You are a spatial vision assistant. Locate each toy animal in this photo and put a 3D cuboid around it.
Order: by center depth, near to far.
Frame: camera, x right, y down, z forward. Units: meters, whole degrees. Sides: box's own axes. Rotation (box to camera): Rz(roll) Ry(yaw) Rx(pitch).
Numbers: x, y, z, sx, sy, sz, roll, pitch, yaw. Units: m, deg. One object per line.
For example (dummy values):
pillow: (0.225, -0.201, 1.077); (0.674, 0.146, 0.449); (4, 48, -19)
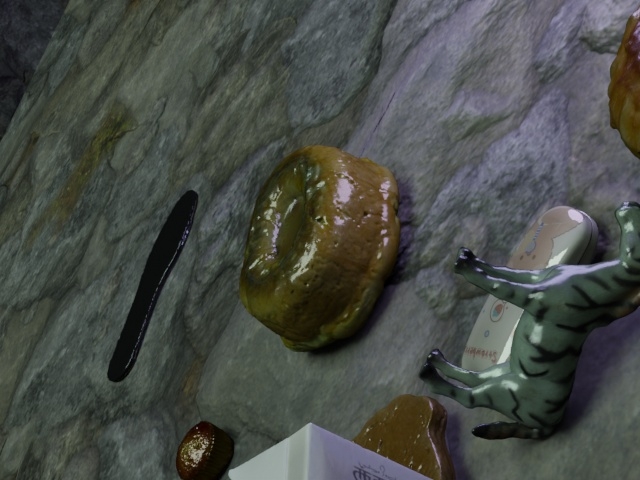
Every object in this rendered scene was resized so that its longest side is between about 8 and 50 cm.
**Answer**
toy animal: (0.191, 0.062, 1.146); (0.255, 0.170, 0.090); (-56, -6, 21)

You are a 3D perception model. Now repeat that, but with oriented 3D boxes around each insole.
insole: (-0.277, 0.072, 2.090); (0.119, 0.009, 0.348); (-13, 53, 57)

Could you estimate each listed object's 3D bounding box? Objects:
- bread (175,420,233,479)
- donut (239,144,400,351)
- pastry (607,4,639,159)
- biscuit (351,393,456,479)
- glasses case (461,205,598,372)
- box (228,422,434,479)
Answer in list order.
bread: (-0.157, 0.276, 1.646); (0.085, 0.053, 0.085); (-40, 34, 34)
donut: (0.000, 0.000, 1.564); (0.208, 0.128, 0.261); (-33, 40, 41)
pastry: (0.365, -0.162, 1.118); (0.257, 0.121, 0.236); (-59, 24, 8)
biscuit: (0.075, 0.263, 1.275); (0.181, 0.049, 0.208); (-46, 31, 26)
glasses case: (0.205, 0.059, 1.244); (0.204, 0.051, 0.081); (-62, 32, 0)
box: (0.058, 0.300, 1.024); (0.116, 0.274, 0.203); (-38, 35, 39)
